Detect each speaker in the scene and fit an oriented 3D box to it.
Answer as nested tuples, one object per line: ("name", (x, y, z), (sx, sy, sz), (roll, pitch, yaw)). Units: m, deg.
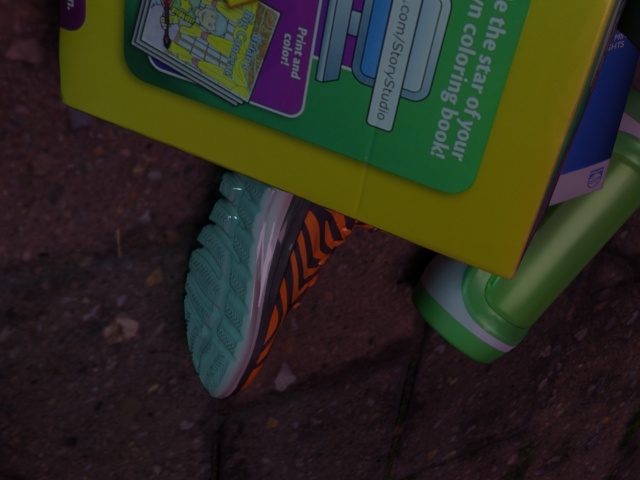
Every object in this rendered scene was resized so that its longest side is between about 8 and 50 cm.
("speaker", (0.225, -0.019, 0.911), (0.131, 0.131, 0.296), (26, 108, -45))

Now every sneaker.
("sneaker", (0.000, 0.000, 0.772), (0.180, 0.124, 0.321), (0, 125, -33))

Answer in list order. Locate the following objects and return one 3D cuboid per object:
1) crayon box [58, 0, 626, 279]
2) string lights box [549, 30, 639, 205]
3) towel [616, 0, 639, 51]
("crayon box", (0.019, -0.199, 0.483), (0.106, 0.313, 0.363), (-51, 158, -52))
("string lights box", (0.193, -0.172, 0.751), (0.076, 0.133, 0.260), (-17, 134, -22))
("towel", (0.189, -0.262, 0.498), (0.040, 0.370, 0.271), (-1, 127, -19))
